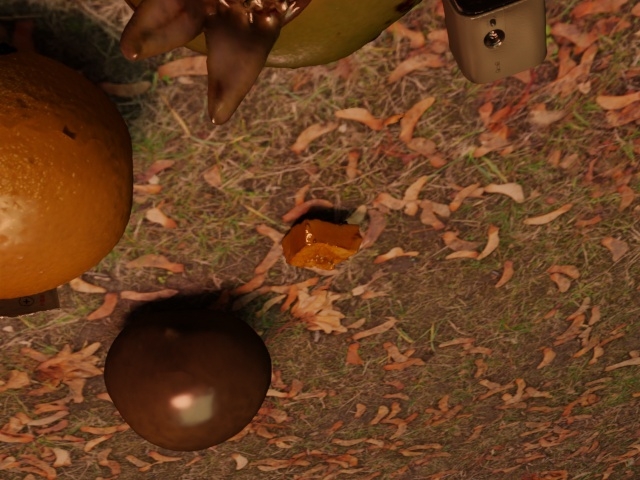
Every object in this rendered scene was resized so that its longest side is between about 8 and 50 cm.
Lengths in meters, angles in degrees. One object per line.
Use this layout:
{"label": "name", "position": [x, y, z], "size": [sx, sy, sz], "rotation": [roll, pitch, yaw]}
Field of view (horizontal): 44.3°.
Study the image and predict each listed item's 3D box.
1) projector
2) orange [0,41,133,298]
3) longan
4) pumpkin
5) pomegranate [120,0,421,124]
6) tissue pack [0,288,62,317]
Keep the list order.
{"label": "projector", "position": [0.162, -0.210, 0.737], "size": [0.083, 0.083, 0.082], "rotation": [-20, 141, 4]}
{"label": "orange", "position": [-0.273, -0.057, 0.668], "size": [0.236, 0.236, 0.236], "rotation": [-9, 141, -8]}
{"label": "longan", "position": [-0.170, 0.179, 1.016], "size": [0.212, 0.198, 0.198], "rotation": [0, 139, -17]}
{"label": "pumpkin", "position": [0.000, 0.000, 0.961], "size": [0.074, 0.054, 0.083], "rotation": [11, 156, -25]}
{"label": "pomegranate", "position": [-0.011, -0.227, 0.472], "size": [0.291, 0.323, 0.290], "rotation": [-13, 135, -13]}
{"label": "tissue pack", "position": [-0.318, 0.017, 0.764], "size": [0.123, 0.193, 0.026], "rotation": [3, 123, -23]}
